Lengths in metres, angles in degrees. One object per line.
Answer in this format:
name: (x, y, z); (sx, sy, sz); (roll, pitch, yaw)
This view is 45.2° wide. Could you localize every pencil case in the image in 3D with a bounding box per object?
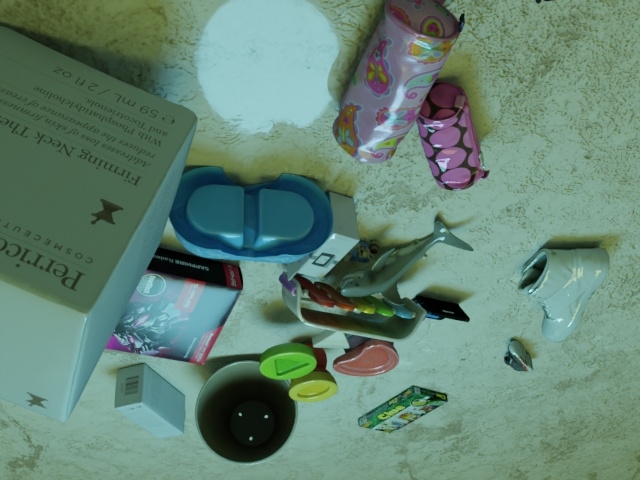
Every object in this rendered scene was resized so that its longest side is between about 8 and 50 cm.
pencil case: (0.223, -0.175, 1.305); (0.098, 0.095, 0.209); (18, 158, 31)
pencil case: (0.111, -0.246, 1.173); (0.124, 0.124, 0.284); (6, 142, -16)

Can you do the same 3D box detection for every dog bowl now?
dog bowl: (-0.129, -0.038, 1.395); (0.298, 0.165, 0.074); (4, 154, -13)

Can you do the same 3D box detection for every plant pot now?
plant pot: (-0.186, 0.468, 2.036); (0.257, 0.256, 0.274); (-4, 161, -2)

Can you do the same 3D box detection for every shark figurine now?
shark figurine: (0.168, 0.070, 1.596); (0.278, 0.116, 0.166); (-28, 174, -9)

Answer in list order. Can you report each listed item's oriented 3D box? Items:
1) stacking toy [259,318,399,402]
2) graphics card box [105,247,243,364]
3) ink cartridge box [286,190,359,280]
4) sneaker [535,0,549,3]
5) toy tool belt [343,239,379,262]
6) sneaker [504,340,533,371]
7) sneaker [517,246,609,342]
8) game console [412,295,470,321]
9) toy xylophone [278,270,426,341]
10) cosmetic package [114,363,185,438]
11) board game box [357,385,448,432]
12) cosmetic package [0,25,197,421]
stacking toy: (0.010, 0.246, 1.820); (0.309, 0.130, 0.279); (-26, 140, 23)
graphics card box: (-0.372, 0.122, 1.585); (0.371, 0.094, 0.232); (16, 121, -25)
ink cartridge box: (0.000, 0.000, 1.503); (0.060, 0.104, 0.180); (15, 140, -27)
sneaker: (0.391, -0.397, 1.053); (0.224, 0.083, 0.098); (-15, 164, 21)
toy tool belt: (0.084, 0.029, 1.597); (0.083, 0.051, 0.052); (8, 142, -19)
sneaker: (0.517, 0.317, 2.044); (0.065, 0.061, 0.158); (-16, 143, 24)
sneaker: (0.515, 0.120, 1.744); (0.169, 0.108, 0.292); (3, 133, -8)
game console: (0.271, 0.177, 1.812); (0.122, 0.107, 0.071); (12, 112, -24)
toy xylophone: (0.050, 0.137, 1.656); (0.323, 0.236, 0.081); (12, 98, -29)
cosmetic package: (-0.443, 0.426, 2.021); (0.086, 0.117, 0.231); (-14, 142, 12)
board game box: (0.243, 0.508, 2.295); (0.136, 0.030, 0.260); (21, 136, -28)
cosmetic package: (-0.419, -0.021, 1.108); (0.330, 0.393, 0.327); (23, 139, -7)
